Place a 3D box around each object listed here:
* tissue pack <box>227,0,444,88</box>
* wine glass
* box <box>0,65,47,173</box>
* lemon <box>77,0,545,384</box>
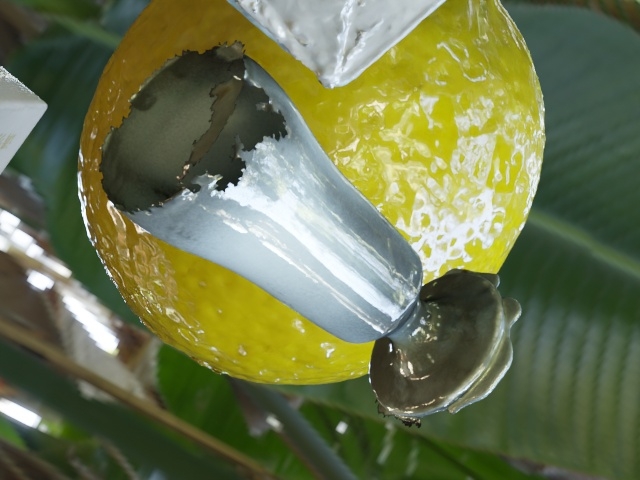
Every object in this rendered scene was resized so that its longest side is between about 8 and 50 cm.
[{"bbox_3d":[0.036,-0.224,0.863,0.201,0.124,0.271,-37,-157,18],"label":"tissue pack"},{"bbox_3d":[0.000,0.000,0.575,0.072,0.155,0.072,-30,-141,28],"label":"wine glass"},{"bbox_3d":[-0.227,-0.002,0.754,0.201,0.058,0.141,-52,174,10],"label":"box"},{"bbox_3d":[-0.006,-0.061,1.132,0.336,0.336,0.336,-30,-138,32],"label":"lemon"}]
